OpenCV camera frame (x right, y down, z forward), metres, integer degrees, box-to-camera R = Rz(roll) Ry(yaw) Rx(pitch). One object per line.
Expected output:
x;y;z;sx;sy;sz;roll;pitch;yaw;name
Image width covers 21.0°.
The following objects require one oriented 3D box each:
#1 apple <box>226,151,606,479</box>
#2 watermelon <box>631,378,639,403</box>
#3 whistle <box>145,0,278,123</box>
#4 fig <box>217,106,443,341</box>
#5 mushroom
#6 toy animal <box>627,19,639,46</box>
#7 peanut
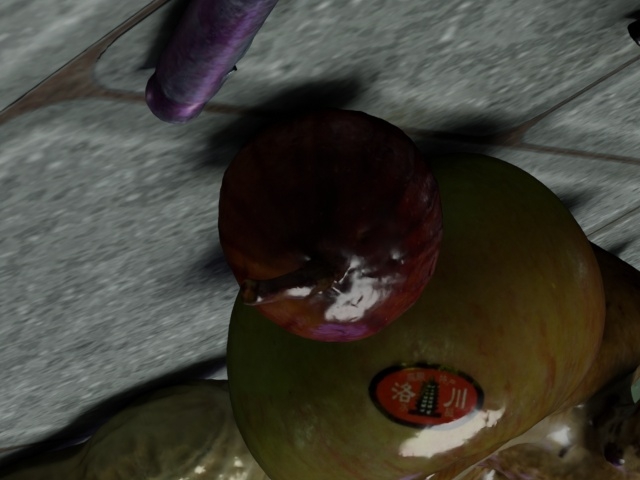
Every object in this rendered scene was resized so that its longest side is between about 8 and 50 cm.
0.061;0.062;1.146;0.261;0.194;0.261;-26;168;-6;apple
0.289;0.150;1.896;0.224;0.180;0.305;-50;-169;-13;watermelon
-0.036;-0.097;0.706;0.033;0.033;0.176;-18;166;-28;whistle
0.001;-0.013;0.907;0.128;0.128;0.150;-26;162;5;fig
0.136;0.144;1.455;0.345;0.259;0.345;-24;166;-6;mushroom
0.268;-0.133;1.021;0.202;0.105;0.070;-33;129;12;toy animal
-0.174;0.206;1.449;0.298;0.120;0.136;-26;143;9;peanut
